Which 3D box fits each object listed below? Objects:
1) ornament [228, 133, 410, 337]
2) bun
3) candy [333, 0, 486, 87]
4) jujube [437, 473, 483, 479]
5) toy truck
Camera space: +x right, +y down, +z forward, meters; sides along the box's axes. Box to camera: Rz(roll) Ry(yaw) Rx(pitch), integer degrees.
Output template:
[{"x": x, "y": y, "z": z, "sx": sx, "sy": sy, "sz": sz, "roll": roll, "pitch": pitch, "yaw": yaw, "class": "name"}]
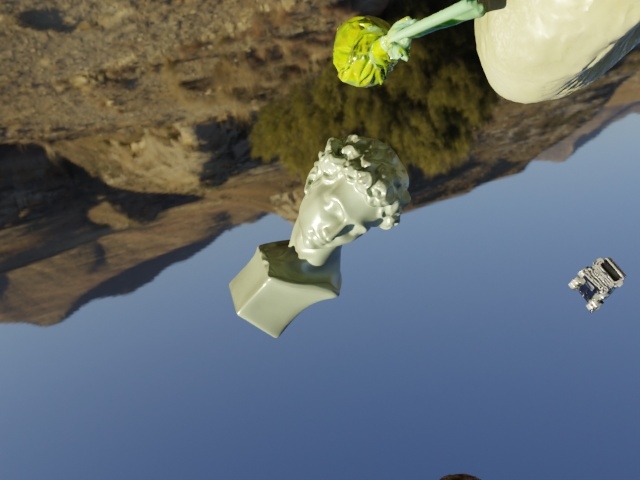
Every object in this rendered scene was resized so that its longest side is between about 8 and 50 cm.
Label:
[{"x": -0.002, "y": -0.004, "z": 0.766, "sx": 0.120, "sy": 0.130, "sz": 0.285, "roll": 21, "pitch": 125, "yaw": -29, "class": "ornament"}, {"x": 0.232, "y": -0.236, "z": 0.548, "sx": 0.259, "sy": 0.160, "sz": 0.259, "roll": -39, "pitch": 172, "yaw": -7, "class": "bun"}, {"x": 0.080, "y": -0.196, "z": 0.611, "sx": 0.073, "sy": 0.077, "sz": 0.262, "roll": 20, "pitch": 180, "yaw": -21, "class": "candy"}, {"x": 0.153, "y": 0.314, "z": 0.666, "sx": 0.077, "sy": 0.130, "sz": 0.077, "roll": -3, "pitch": 179, "yaw": 0, "class": "jujube"}, {"x": 0.298, "y": 0.045, "z": 0.674, "sx": 0.044, "sy": 0.039, "sz": 0.083, "roll": -34, "pitch": 158, "yaw": 0, "class": "toy truck"}]
